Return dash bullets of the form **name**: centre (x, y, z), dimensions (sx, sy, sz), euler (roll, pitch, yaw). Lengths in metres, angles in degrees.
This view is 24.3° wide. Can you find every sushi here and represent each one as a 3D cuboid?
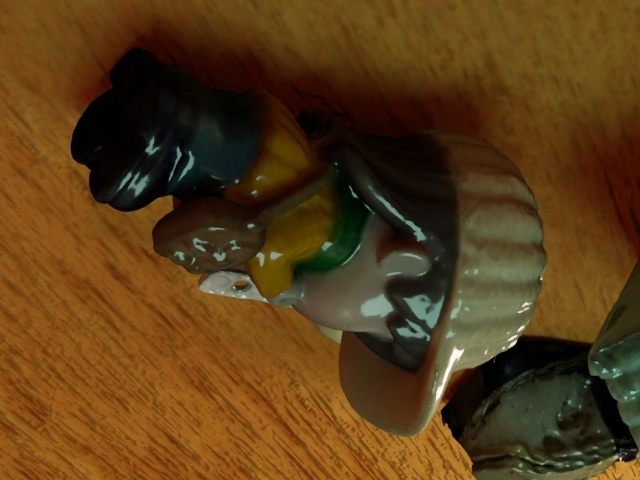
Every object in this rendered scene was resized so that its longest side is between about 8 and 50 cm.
- **sushi**: centre (0.265, 0.175, 1.393), dimensions (0.273, 0.109, 0.134), euler (4, 145, -20)

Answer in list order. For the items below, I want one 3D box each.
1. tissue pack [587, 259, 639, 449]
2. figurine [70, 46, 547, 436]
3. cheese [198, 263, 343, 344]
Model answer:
- **tissue pack**: centre (0.405, 0.022, 1.059), dimensions (0.388, 0.162, 0.287), euler (-28, -176, 25)
- **figurine**: centre (0.013, -0.026, 0.995), dimensions (0.204, 0.185, 0.332), euler (-44, 122, 6)
- **cheese**: centre (0.021, 0.047, 1.195), dimensions (0.251, 0.054, 0.127), euler (11, 141, -27)
